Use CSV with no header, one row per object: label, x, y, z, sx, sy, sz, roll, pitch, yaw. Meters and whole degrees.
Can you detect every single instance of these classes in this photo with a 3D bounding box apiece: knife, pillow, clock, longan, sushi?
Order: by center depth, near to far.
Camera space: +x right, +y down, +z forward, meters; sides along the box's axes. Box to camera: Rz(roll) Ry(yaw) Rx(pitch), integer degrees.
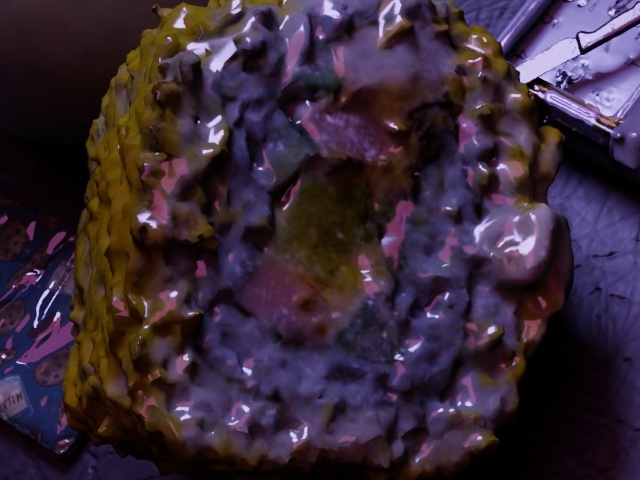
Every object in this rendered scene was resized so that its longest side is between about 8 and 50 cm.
sushi,0.000,0.000,1.501,0.351,0.240,0.396,9,77,-17
knife,0.195,-0.152,1.620,0.170,0.010,0.023,-29,57,5
clock,0.263,-0.180,1.667,0.186,0.083,0.253,32,77,31
longan,-0.181,-0.237,1.729,0.361,0.361,0.361,-9,59,15
pillow,-0.264,0.064,1.752,0.255,0.034,0.189,24,75,31
